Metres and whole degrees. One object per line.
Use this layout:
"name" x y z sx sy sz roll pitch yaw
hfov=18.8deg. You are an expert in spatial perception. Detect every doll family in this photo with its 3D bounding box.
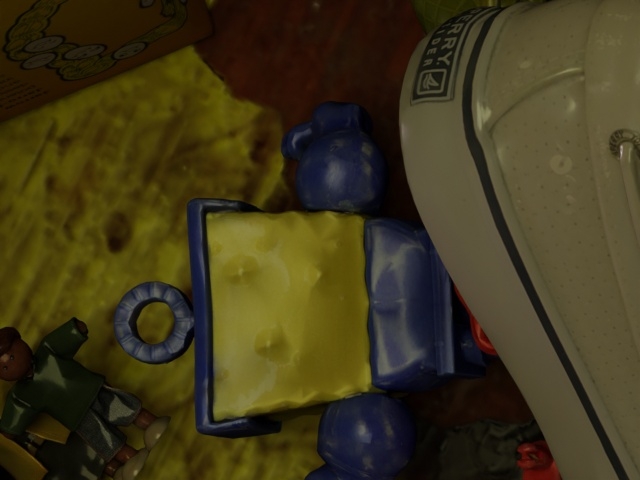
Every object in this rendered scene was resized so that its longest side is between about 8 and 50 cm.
"doll family" -0.161 0.120 0.923 0.111 0.076 0.193 32 89 -5

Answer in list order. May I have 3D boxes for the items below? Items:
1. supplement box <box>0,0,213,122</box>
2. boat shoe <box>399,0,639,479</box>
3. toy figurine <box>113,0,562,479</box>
"supplement box" -0.210 -0.168 0.812 0.195 0.356 0.194 -20 82 12
"boat shoe" 0.181 0.053 0.720 0.156 0.136 0.367 -9 124 38
"toy figurine" 0.000 0.000 0.841 0.217 0.191 0.362 -6 83 19
